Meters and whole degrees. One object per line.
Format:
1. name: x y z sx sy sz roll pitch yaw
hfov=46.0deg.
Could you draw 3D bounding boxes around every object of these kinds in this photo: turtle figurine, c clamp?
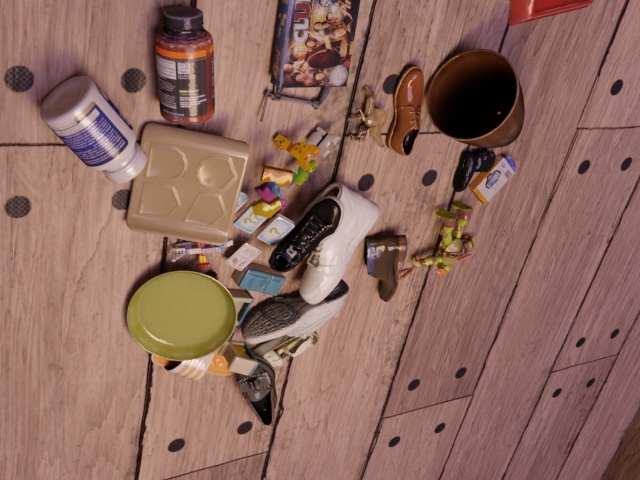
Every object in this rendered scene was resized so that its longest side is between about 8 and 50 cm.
1. turtle figurine: 0.340 0.015 2.043 0.269 0.087 0.217 -16 129 -26
2. c clamp: -0.048 -0.312 1.580 0.160 0.022 0.137 -2 117 -33

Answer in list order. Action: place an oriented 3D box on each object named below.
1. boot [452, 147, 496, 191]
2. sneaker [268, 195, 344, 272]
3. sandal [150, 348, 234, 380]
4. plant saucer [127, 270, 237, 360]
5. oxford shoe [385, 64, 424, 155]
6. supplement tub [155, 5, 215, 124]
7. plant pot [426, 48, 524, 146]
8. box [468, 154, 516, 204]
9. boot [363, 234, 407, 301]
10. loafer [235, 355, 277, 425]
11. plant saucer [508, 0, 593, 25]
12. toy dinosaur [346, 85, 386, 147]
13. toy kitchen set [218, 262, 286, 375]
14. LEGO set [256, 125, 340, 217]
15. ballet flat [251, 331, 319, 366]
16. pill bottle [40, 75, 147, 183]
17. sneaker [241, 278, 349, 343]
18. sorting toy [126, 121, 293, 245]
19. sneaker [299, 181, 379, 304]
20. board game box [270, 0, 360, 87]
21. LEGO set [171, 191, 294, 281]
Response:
1. boot: 0.404 -0.185 1.975 0.099 0.045 0.121 -10 125 -33
2. sneaker: -0.034 0.000 1.666 0.217 0.079 0.121 -48 -179 34
3. sandal: -0.279 0.291 1.815 0.265 0.076 0.102 22 107 -43
4. plant saucer: -0.307 0.162 1.684 0.241 0.037 0.241 -4 120 -7
5. oxford shoe: 0.210 -0.295 1.735 0.076 0.076 0.212 -11 125 -27
6. supplement tub: -0.245 -0.319 1.373 0.106 0.106 0.198 -15 128 -26
7. plant pot: 0.395 -0.307 1.786 0.215 0.215 0.230 -54 149 10
8. box: 0.469 -0.170 2.043 0.136 0.028 0.081 -49 135 1
9. boot: 0.153 0.072 1.982 0.106 0.082 0.219 2 127 -11
10. loafer: -0.153 0.387 1.932 0.096 0.084 0.267 -13 142 0
11. plant saucer: 0.565 -0.640 1.753 0.258 0.048 0.259 -19 131 -23
12. toy dinosaur: 0.114 -0.256 1.710 0.092 0.053 0.183 -32 134 -14
13. toy kitchen set: -0.152 0.185 1.763 0.122 0.166 0.207 16 111 -41
14. LEGO set: -0.070 -0.171 1.630 0.227 0.093 0.087 -50 167 0
15. ballet flat: -0.100 0.284 1.943 0.213 0.068 0.072 -29 134 -15
16. pill bottle: -0.398 -0.192 1.353 0.112 0.112 0.187 -39 135 -5
17. sneaker: -0.057 0.198 1.888 0.297 0.111 0.129 -20 136 -21
18. sorting toy: -0.223 -0.104 1.534 0.307 0.041 0.229 10 114 -16
19. sneaker: 0.000 0.000 1.789 0.169 0.108 0.292 30 92 -43
20. board game box: -0.007 -0.427 1.495 0.165 0.042 0.243 -9 121 -30
21. LEGO set: -0.199 0.011 1.641 0.182 0.060 0.244 30 121 -35
